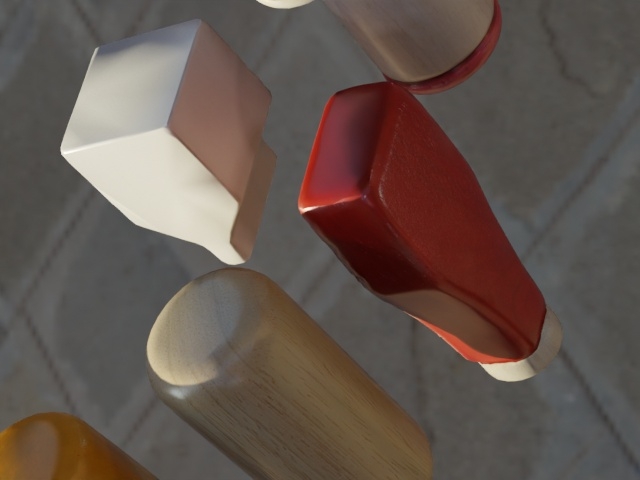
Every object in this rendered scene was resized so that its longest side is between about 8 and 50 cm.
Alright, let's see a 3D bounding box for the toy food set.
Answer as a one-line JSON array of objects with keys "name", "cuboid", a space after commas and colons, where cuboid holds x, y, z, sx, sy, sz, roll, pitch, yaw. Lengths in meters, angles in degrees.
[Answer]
[{"name": "toy food set", "cuboid": [0.000, 0.000, 0.497, 0.111, 0.104, 0.232, -11, 50, 32]}]
